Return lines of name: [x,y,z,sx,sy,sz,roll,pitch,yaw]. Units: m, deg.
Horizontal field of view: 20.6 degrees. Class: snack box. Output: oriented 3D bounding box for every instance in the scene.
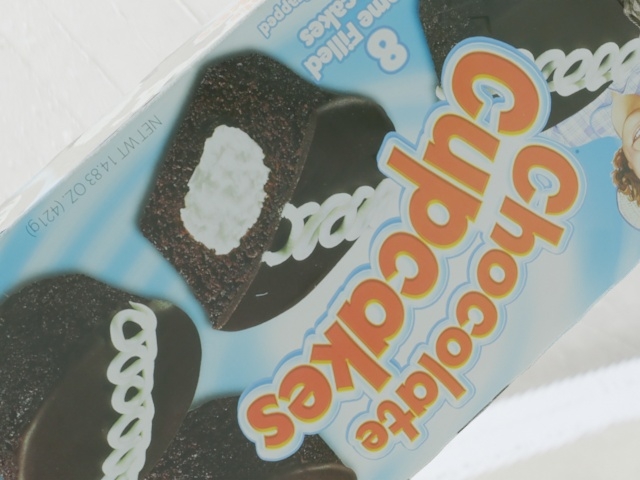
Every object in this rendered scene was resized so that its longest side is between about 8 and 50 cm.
snack box: [0.000,0.000,0.709,0.322,0.060,0.187,-43,-73,-7]

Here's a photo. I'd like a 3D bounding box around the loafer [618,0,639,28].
loafer: [0.169,-0.030,0.392,0.251,0.087,0.094,21,-55,1]
